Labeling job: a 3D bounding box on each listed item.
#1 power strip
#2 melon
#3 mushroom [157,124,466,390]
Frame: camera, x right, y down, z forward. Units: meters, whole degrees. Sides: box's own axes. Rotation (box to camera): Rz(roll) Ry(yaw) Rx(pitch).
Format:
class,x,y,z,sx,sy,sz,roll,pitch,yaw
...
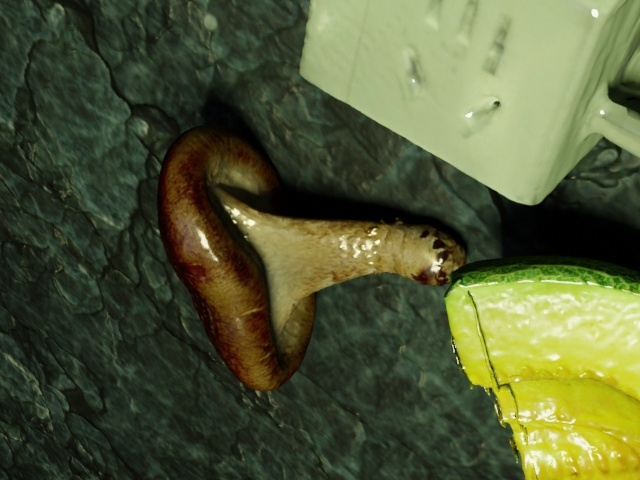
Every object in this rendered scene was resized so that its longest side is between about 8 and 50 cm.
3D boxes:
class,x,y,z,sx,sy,sz,roll,pitch,yaw
power strip,0.117,-0.118,0.556,0.224,0.139,0.140,32,137,20
melon,0.202,0.103,0.682,0.169,0.129,0.265,-13,110,24
mushroom,0.000,0.000,0.797,0.217,0.148,0.227,-11,124,27
